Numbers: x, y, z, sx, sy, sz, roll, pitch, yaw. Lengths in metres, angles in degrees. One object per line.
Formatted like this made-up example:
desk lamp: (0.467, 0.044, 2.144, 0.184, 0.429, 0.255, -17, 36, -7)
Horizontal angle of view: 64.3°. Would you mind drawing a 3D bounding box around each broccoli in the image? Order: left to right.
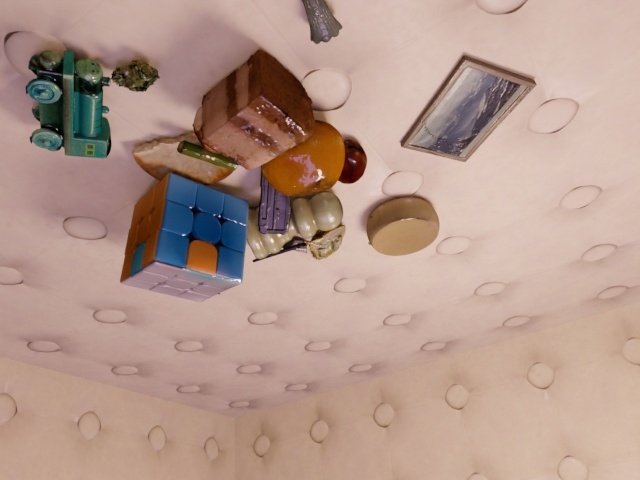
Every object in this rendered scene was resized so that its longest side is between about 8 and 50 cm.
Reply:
broccoli: (-0.451, -0.397, 1.233, 0.097, 0.092, 0.095, 38, 117, -13)

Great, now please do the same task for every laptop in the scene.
laptop: (-0.139, 0.039, 1.846, 0.197, 0.016, 0.135, -18, 179, 12)

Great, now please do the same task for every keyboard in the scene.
keyboard: (-0.142, -0.142, 1.606, 0.106, 0.016, 0.263, 1, 112, -12)

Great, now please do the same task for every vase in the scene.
vase: (-0.012, -0.524, 1.130, 0.081, 0.081, 0.149, -15, 142, 14)

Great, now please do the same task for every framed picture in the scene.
framed picture: (0.420, -0.365, 1.484, 0.247, 0.022, 0.335, 9, 144, -22)

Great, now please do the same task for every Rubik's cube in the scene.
Rubik's cube: (-0.427, 0.005, 1.618, 0.290, 0.292, 0.291, 19, 151, -35)

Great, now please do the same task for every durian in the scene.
durian: (0.000, 0.000, 1.851, 0.208, 0.102, 0.147, -12, 125, -52)

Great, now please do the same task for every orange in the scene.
orange: (-0.050, -0.220, 1.437, 0.248, 0.183, 0.249, -18, 163, -6)

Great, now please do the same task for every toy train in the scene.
toy train: (-0.625, -0.336, 1.281, 0.194, 0.120, 0.298, 1, 146, -25)

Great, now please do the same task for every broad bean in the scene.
broad bean: (0.087, -0.234, 1.575, 0.114, 0.085, 0.165, 18, 149, -6)

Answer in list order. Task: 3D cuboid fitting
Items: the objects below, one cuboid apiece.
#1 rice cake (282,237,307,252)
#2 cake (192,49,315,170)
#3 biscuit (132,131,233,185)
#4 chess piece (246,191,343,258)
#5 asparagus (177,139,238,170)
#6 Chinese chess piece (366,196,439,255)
rice cake: (-0.159, -0.003, 1.904, 0.269, 0.055, 0.049, 14, -179, -28)
cake: (-0.183, -0.307, 1.313, 0.292, 0.196, 0.198, -28, 142, 28)
biscuit: (-0.381, -0.239, 1.525, 0.308, 0.040, 0.205, -9, 146, 5)
chess piece: (-0.083, -0.065, 1.734, 0.330, 0.183, 0.182, -16, 145, 6)
asparagus: (-0.319, -0.242, 1.458, 0.178, 0.041, 0.045, 16, 164, -35)
Chinese chess piece: (0.300, -0.048, 1.867, 0.273, 0.102, 0.273, -6, 147, -4)
